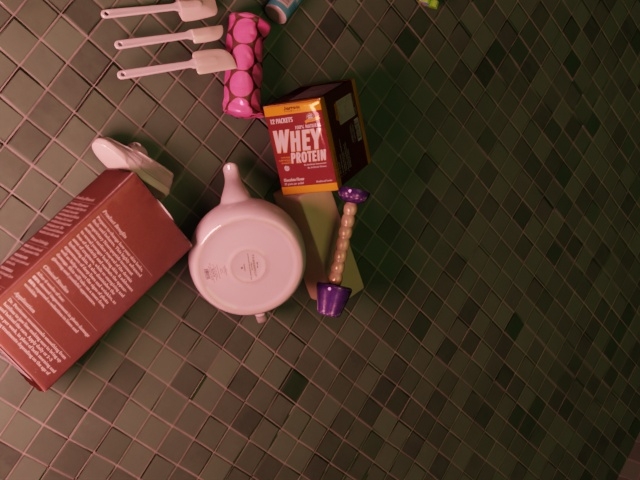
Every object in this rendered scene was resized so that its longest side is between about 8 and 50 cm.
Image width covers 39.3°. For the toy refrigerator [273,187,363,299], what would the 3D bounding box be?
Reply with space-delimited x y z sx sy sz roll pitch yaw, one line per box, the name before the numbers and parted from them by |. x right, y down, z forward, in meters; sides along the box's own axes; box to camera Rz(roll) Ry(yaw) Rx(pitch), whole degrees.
toy refrigerator | 0.000 0.000 1.974 0.094 0.102 0.269 -33 115 -29

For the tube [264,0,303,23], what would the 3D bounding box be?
tube | -0.042 -0.547 1.893 0.080 0.052 0.207 50 62 -34

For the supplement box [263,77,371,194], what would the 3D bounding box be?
supplement box | -0.002 -0.218 1.873 0.194 0.129 0.191 -43 124 -58

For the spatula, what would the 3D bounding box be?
spatula | -0.291 -0.390 1.714 0.242 0.019 0.168 -15 87 -29

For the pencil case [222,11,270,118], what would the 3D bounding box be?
pencil case | -0.146 -0.352 1.814 0.098 0.095 0.209 3 93 -39

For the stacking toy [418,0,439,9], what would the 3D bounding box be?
stacking toy | 0.230 -0.661 2.079 0.221 0.052 0.166 27 81 -38

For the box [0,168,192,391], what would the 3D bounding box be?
box | -0.441 0.062 1.624 0.381 0.143 0.191 -46 121 -21

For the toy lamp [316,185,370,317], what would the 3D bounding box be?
toy lamp | 0.046 0.025 1.899 0.080 0.080 0.274 13 90 -38

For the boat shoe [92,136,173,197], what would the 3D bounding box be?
boat shoe | -0.352 -0.152 1.707 0.184 0.066 0.063 35 61 -33

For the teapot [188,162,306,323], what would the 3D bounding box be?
teapot | -0.149 0.021 1.821 0.253 0.187 0.256 31 104 -18
